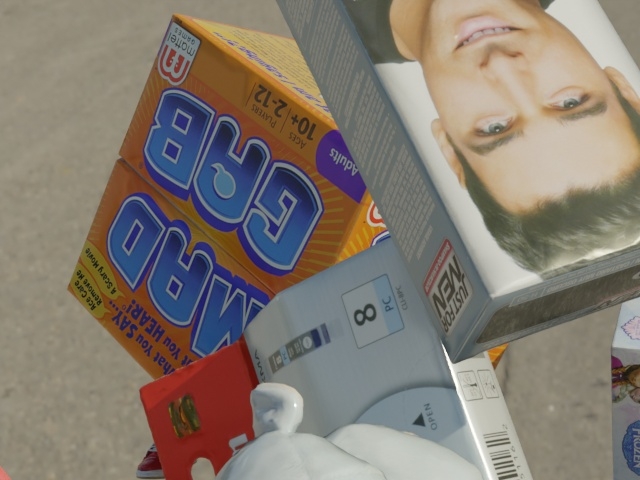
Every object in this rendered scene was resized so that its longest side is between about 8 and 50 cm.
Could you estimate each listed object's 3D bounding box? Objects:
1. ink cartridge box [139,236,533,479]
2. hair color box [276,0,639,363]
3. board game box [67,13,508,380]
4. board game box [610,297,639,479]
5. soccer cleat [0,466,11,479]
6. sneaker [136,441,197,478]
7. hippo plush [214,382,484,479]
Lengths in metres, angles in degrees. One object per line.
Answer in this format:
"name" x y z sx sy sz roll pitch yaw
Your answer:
"ink cartridge box" -0.009 0.207 1.209 0.385 0.308 0.091 -27 -17 29
"hair color box" 0.108 -0.120 0.973 0.185 0.374 0.113 -17 -23 -18
"board game box" 0.000 0.000 1.529 0.356 0.356 0.356 4 27 -47
"board game box" 0.380 0.162 1.520 0.066 0.319 0.318 4 32 19
"soccer cleat" -0.188 0.162 0.414 0.083 0.095 0.248 38 73 19
"sneaker" -0.171 0.226 1.507 0.042 0.067 0.118 3 5 18
"hippo plush" -0.042 0.179 0.739 0.294 0.237 0.234 6 33 -40
